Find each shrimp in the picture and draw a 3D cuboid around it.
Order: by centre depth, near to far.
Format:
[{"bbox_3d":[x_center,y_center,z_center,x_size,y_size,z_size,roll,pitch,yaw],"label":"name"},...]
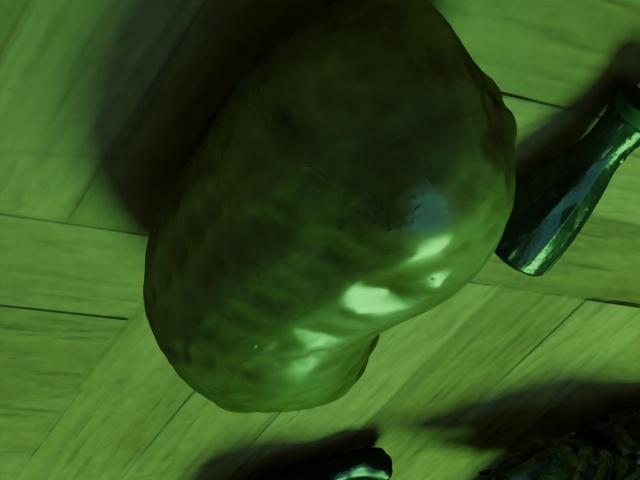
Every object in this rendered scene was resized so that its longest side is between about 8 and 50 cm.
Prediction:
[{"bbox_3d":[0.144,0.163,0.943,0.233,0.090,0.079,-11,104,-25],"label":"shrimp"}]

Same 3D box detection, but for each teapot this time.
[{"bbox_3d":[0.128,-0.031,0.718,0.043,0.043,0.110,11,133,-36],"label":"teapot"}]

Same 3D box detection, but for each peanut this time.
[{"bbox_3d":[0.000,0.000,0.633,0.137,0.122,0.253,0,145,-37],"label":"peanut"}]

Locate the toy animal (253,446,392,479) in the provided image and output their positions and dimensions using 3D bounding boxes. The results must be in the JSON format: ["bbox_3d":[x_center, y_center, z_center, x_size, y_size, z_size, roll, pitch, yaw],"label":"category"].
[{"bbox_3d":[-0.016,0.230,0.970,0.121,0.094,0.225,-7,145,-14],"label":"toy animal"}]
